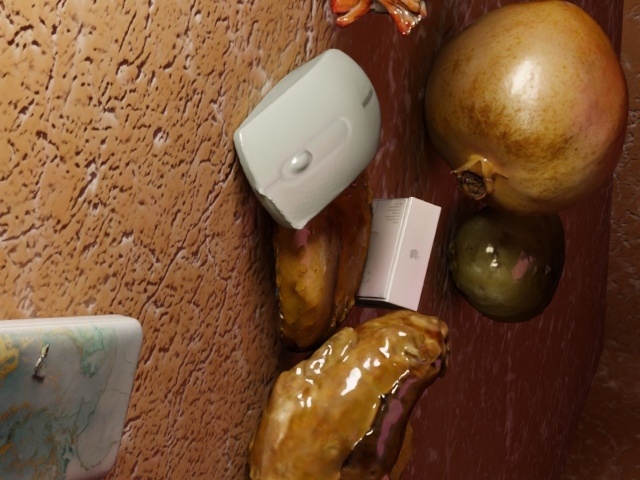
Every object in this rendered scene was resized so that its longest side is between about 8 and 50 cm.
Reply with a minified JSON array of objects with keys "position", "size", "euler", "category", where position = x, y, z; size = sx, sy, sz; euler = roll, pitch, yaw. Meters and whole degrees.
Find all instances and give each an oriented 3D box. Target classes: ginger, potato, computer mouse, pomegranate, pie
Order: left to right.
[{"position":[-0.002,-0.112,1.432],"size":[0.128,0.079,0.231],"euler":[57,41,-22],"category":"computer mouse"},{"position":[0.001,0.001,1.567],"size":[0.273,0.069,0.273],"euler":[9,90,-75],"category":"pie"},{"position":[0.021,0.209,1.541],"size":[0.172,0.165,0.321],"euler":[29,96,-45],"category":"ginger"},{"position":[0.303,0.032,2.265],"size":[0.307,0.173,0.210],"euler":[-7,109,-68],"category":"potato"},{"position":[0.283,-0.179,1.935],"size":[0.319,0.319,0.319],"euler":[11,90,-71],"category":"pomegranate"}]

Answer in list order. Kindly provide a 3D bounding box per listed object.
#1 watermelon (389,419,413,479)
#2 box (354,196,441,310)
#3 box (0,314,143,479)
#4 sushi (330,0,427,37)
[{"position":[0.048,0.231,1.724],"size":[0.232,0.127,0.204],"euler":[75,28,-59],"category":"watermelon"},{"position":[0.077,0.016,1.696],"size":[0.051,0.130,0.129],"euler":[18,81,-29],"category":"box"},{"position":[-0.221,0.128,1.055],"size":[0.285,0.044,0.142],"euler":[3,102,-70],"category":"box"},{"position":[0.086,-0.380,1.507],"size":[0.130,0.124,0.332],"euler":[53,49,-55],"category":"sushi"}]
